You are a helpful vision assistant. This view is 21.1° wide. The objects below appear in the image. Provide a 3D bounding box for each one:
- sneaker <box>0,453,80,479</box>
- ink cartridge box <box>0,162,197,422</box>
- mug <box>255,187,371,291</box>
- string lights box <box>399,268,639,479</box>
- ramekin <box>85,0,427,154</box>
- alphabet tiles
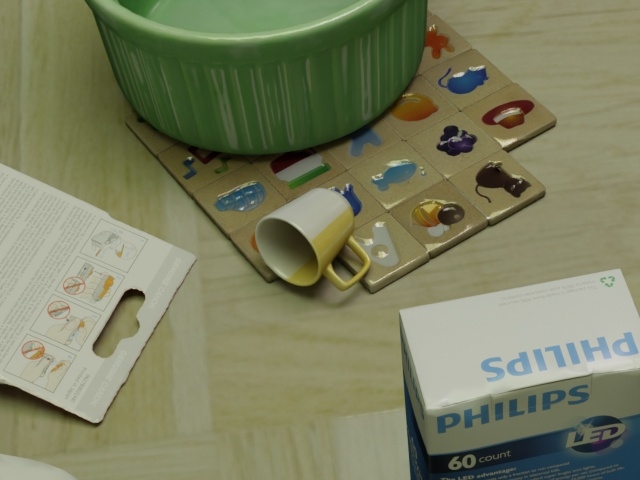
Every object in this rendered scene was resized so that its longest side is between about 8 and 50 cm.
[{"bbox_3d":[-0.308,0.241,1.082,0.322,0.130,0.236,6,45,5],"label":"sneaker"},{"bbox_3d":[-0.235,0.040,1.327,0.224,0.056,0.181,25,53,3],"label":"ink cartridge box"},{"bbox_3d":[-0.003,-0.002,1.314,0.062,0.078,0.064,-7,27,46],"label":"mug"},{"bbox_3d":[0.123,0.139,1.039,0.133,0.260,0.077,-10,48,-4],"label":"string lights box"},{"bbox_3d":[-0.049,-0.212,1.438,0.303,0.148,0.303,-3,47,4],"label":"ramekin"},{"bbox_3d":[0.014,-0.099,1.438,0.285,0.011,0.342,-29,51,-19],"label":"alphabet tiles"}]
